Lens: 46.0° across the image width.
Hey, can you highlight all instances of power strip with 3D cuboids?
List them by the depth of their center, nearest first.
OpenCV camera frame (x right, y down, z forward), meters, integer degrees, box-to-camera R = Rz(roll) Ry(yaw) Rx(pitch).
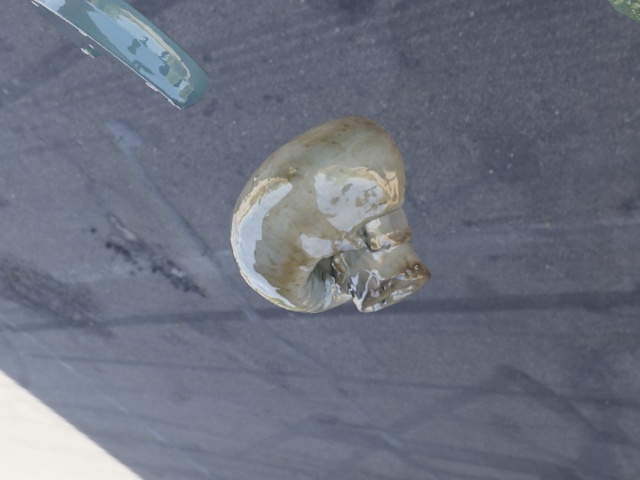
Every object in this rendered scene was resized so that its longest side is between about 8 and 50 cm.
[{"bbox_3d":[-0.199,-0.193,0.671,0.216,0.044,0.137,34,177,37],"label":"power strip"}]

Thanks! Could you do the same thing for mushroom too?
[{"bbox_3d":[0.000,0.000,0.825,0.195,0.189,0.253,60,170,25],"label":"mushroom"}]

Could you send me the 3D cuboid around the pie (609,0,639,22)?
[{"bbox_3d":[0.303,-0.220,0.521,0.241,0.054,0.240,-12,162,-4],"label":"pie"}]
